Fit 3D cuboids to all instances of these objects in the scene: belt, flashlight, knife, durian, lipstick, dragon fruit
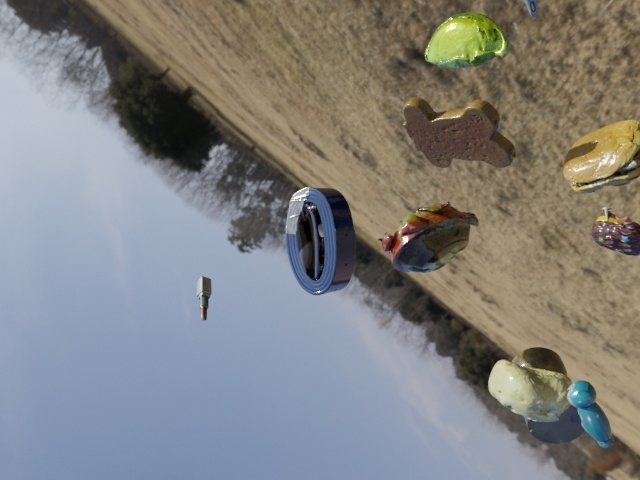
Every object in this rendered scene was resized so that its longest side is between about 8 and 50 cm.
[{"bbox_3d":[0.000,0.000,1.690,0.213,0.346,0.117,-5,-179,39],"label":"belt"},{"bbox_3d":[0.479,0.306,0.913,0.129,0.051,0.051,60,180,-4],"label":"flashlight"},{"bbox_3d":[0.603,-0.823,1.554,0.313,0.045,0.019,57,-155,-27],"label":"knife"},{"bbox_3d":[0.385,-0.525,1.364,0.250,0.101,0.139,7,110,49],"label":"durian"},{"bbox_3d":[-0.248,0.126,1.105,0.025,0.025,0.107,22,-142,-32],"label":"lipstick"},{"bbox_3d":[0.305,-0.002,1.455,0.295,0.268,0.130,4,-136,-54],"label":"dragon fruit"}]

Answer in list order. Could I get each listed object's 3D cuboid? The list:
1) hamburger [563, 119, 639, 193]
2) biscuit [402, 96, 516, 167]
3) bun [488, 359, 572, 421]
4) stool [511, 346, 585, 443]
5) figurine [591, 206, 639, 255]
[{"bbox_3d":[0.993,-0.293,1.801,0.283,0.259,0.144,-17,122,49],"label":"hamburger"},{"bbox_3d":[0.512,-0.417,1.970,0.394,0.076,0.368,8,151,45],"label":"biscuit"},{"bbox_3d":[0.574,0.414,1.420,0.230,0.145,0.229,10,171,2],"label":"bun"},{"bbox_3d":[0.738,0.500,1.694,0.179,0.179,0.264,40,-156,-13],"label":"stool"},{"bbox_3d":[0.857,-0.016,1.380,0.240,0.115,0.175,9,167,30],"label":"figurine"}]
